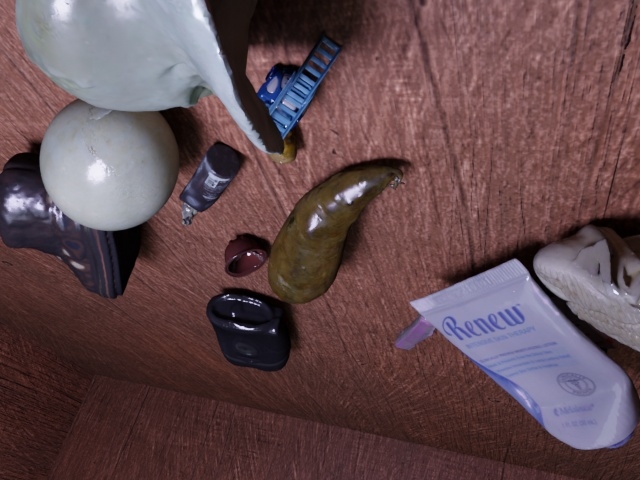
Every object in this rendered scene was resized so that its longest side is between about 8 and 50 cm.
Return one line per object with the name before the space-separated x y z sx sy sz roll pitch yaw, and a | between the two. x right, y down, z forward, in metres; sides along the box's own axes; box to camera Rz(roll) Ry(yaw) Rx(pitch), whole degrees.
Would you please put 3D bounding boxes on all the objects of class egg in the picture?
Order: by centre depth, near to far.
egg | -0.302 -0.109 0.799 0.186 0.187 0.253 25 149 -15

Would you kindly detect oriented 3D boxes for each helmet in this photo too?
helmet | -0.157 0.024 1.098 0.089 0.057 0.111 -25 158 -11

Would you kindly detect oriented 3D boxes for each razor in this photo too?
razor | -0.181 0.240 1.445 0.204 0.114 0.349 12 150 6

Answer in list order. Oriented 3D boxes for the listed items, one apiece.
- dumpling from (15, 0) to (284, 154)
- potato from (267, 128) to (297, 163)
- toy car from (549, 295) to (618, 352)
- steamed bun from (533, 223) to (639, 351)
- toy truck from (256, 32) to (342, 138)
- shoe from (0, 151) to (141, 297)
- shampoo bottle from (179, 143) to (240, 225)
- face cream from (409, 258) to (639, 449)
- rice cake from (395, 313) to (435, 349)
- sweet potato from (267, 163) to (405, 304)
dumpling | -0.151 -0.200 0.484 0.211 0.321 0.270 -3 132 8
potato | -0.058 -0.140 0.768 0.051 0.040 0.083 19 154 22
toy car | 0.417 0.156 0.993 0.108 0.089 0.209 30 148 -22
steamed bun | 0.425 0.052 0.750 0.211 0.144 0.218 41 175 -27
toy truck | -0.030 -0.185 0.659 0.063 0.074 0.136 28 110 -23
shoe | -0.491 -0.018 1.082 0.237 0.171 0.384 12 151 -6
shampoo bottle | -0.192 -0.085 0.916 0.057 0.064 0.207 36 149 -11
face cream | 0.372 0.202 0.930 0.420 0.137 0.235 42 143 -12
rice cake | 0.216 0.203 1.245 0.047 0.036 0.207 10 153 -8
sweet potato | -0.004 -0.003 0.910 0.130 0.131 0.423 21 144 -8
